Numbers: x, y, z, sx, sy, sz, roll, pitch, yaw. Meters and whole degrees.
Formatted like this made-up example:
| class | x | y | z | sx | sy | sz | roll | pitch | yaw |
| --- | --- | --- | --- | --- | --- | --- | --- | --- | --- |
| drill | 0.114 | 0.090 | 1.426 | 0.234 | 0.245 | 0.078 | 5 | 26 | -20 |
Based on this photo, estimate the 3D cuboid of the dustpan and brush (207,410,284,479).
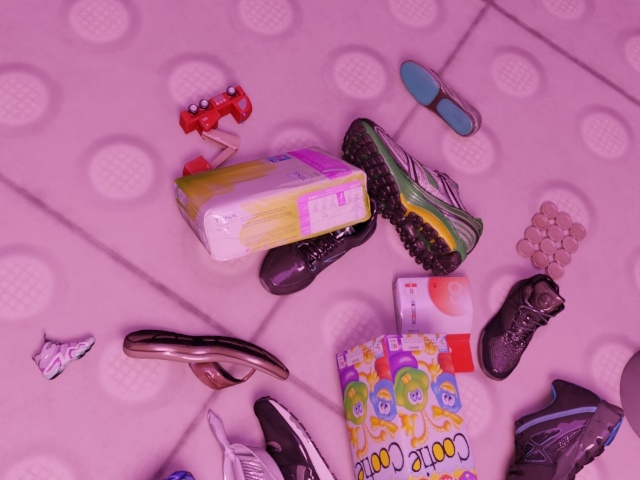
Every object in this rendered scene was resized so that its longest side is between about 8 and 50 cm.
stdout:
| class | x | y | z | sx | sy | sz | roll | pitch | yaw |
| --- | --- | --- | --- | --- | --- | --- | --- | --- | --- |
| dustpan and brush | -0.130 | 0.359 | 1.182 | 0.060 | 0.147 | 0.211 | 5 | 39 | -31 |

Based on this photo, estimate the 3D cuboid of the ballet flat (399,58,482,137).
| class | x | y | z | sx | sy | sz | roll | pitch | yaw |
| --- | --- | --- | --- | --- | --- | --- | --- | --- | --- |
| ballet flat | 0.254 | -0.302 | 1.556 | 0.213 | 0.072 | 0.068 | 46 | 39 | 6 |

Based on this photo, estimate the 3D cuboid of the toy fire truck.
| class | x | y | z | sx | sy | sz | roll | pitch | yaw |
| --- | --- | --- | --- | --- | --- | --- | --- | --- | --- |
| toy fire truck | -0.199 | -0.204 | 1.408 | 0.192 | 0.047 | 0.135 | -30 | 79 | -23 |

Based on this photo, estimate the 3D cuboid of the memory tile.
| class | x | y | z | sx | sy | sz | roll | pitch | yaw |
| --- | --- | --- | --- | --- | --- | --- | --- | --- | --- |
| memory tile | 0.473 | 0.000 | 1.511 | 0.113 | 0.012 | 0.148 | 37 | 66 | 3 |

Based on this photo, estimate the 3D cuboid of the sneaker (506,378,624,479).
| class | x | y | z | sx | sy | sz | roll | pitch | yaw |
| --- | --- | --- | --- | --- | --- | --- | --- | --- | --- |
| sneaker | 0.383 | 0.394 | 1.298 | 0.140 | 0.125 | 0.341 | 35 | 65 | 31 |

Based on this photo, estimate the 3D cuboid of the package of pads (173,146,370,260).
| class | x | y | z | sx | sy | sz | roll | pitch | yaw |
| --- | --- | --- | --- | --- | --- | --- | --- | --- | --- |
| package of pads | -0.085 | -0.071 | 1.287 | 0.297 | 0.229 | 0.101 | -16 | 115 | -18 |

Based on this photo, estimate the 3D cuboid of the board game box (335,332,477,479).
| class | x | y | z | sx | sy | sz | roll | pitch | yaw |
| --- | --- | --- | --- | --- | --- | --- | --- | --- | --- |
| board game box | 0.140 | 0.305 | 1.219 | 0.142 | 0.144 | 0.275 | 4 | 67 | -34 |

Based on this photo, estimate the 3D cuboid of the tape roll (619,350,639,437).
| class | x | y | z | sx | sy | sz | roll | pitch | yaw |
| --- | --- | --- | --- | --- | --- | --- | --- | --- | --- |
| tape roll | 0.692 | 0.302 | 1.414 | 0.219 | 0.072 | 0.219 | 4 | 68 | -11 |

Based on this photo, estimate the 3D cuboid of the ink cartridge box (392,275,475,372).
| class | x | y | z | sx | sy | sz | roll | pitch | yaw |
| --- | --- | --- | --- | --- | --- | --- | --- | --- | --- |
| ink cartridge box | 0.214 | 0.156 | 1.371 | 0.146 | 0.045 | 0.179 | 0 | 67 | -13 |

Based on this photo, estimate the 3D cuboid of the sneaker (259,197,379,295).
| class | x | y | z | sx | sy | sz | roll | pitch | yaw |
| --- | --- | --- | --- | --- | --- | --- | --- | --- | --- |
| sneaker | 0.000 | 0.000 | 1.346 | 0.267 | 0.106 | 0.101 | -37 | 84 | -22 |

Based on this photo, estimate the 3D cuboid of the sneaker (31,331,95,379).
| class | x | y | z | sx | sy | sz | roll | pitch | yaw |
| --- | --- | --- | --- | --- | --- | --- | --- | --- | --- |
| sneaker | -0.426 | 0.173 | 1.210 | 0.098 | 0.038 | 0.069 | -39 | 83 | -24 |

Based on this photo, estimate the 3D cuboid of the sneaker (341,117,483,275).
| class | x | y | z | sx | sy | sz | roll | pitch | yaw |
| --- | --- | --- | --- | --- | --- | --- | --- | --- | --- |
| sneaker | 0.173 | -0.099 | 1.428 | 0.146 | 0.134 | 0.343 | -38 | 89 | -33 |

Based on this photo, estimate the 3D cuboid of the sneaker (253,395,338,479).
| class | x | y | z | sx | sy | sz | roll | pitch | yaw |
| --- | --- | --- | --- | --- | --- | --- | --- | --- | --- |
| sneaker | -0.047 | 0.390 | 1.185 | 0.124 | 0.107 | 0.283 | -32 | 79 | -17 |

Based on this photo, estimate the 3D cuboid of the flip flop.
| class | x | y | z | sx | sy | sz | roll | pitch | yaw |
| --- | --- | --- | --- | --- | --- | --- | --- | --- | --- |
| flip flop | -0.190 | 0.206 | 1.228 | 0.277 | 0.112 | 0.080 | 8 | 93 | -13 |

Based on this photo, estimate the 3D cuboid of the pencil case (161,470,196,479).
| class | x | y | z | sx | sy | sz | roll | pitch | yaw |
| --- | --- | --- | --- | --- | --- | --- | --- | --- | --- |
| pencil case | -0.160 | 0.486 | 1.106 | 0.133 | 0.119 | 0.306 | -42 | 83 | 6 |

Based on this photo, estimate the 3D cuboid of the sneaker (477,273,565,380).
| class | x | y | z | sx | sy | sz | roll | pitch | yaw |
| --- | --- | --- | --- | --- | --- | --- | --- | --- | --- |
| sneaker | 0.372 | 0.151 | 1.365 | 0.087 | 0.130 | 0.227 | 36 | 67 | 4 |
